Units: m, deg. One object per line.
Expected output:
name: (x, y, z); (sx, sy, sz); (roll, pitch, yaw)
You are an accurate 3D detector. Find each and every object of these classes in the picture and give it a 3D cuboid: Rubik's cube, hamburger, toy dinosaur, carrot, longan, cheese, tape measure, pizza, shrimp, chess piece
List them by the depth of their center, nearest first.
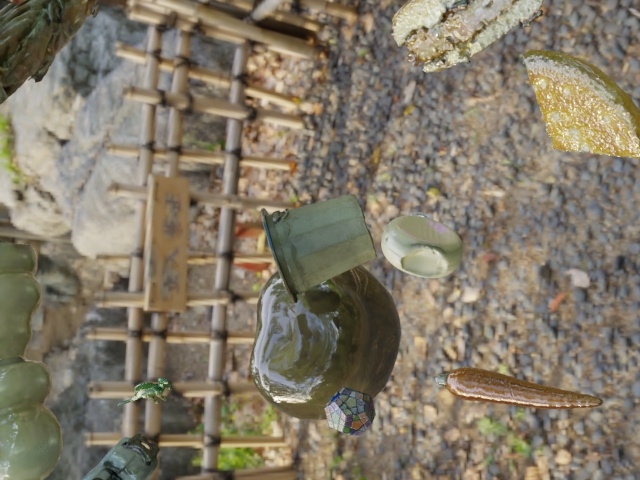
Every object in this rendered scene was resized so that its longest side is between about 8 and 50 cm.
shrimp: (-0.323, -0.280, 0.997); (0.360, 0.085, 0.247); (-61, 5, -22)
tape measure: (-0.316, 0.400, 1.149); (0.084, 0.164, 0.330); (38, 123, 13)
chess piece: (-0.450, 0.184, 1.225); (0.182, 0.182, 0.330); (-36, 68, 49)
cheese: (0.173, -0.007, 1.494); (0.227, 0.137, 0.064); (-75, -1, -67)
pizza: (0.467, -0.227, 1.555); (0.292, 0.058, 0.197); (40, 151, 13)
hamburger: (0.261, -0.415, 1.559); (0.282, 0.155, 0.245); (-37, 13, 15)
toy dinosaur: (-0.318, 0.273, 1.579); (0.119, 0.060, 0.029); (-16, 52, 13)
carrot: (0.379, 0.294, 1.702); (0.336, 0.069, 0.069); (5, 88, 29)
Rubik's cube: (0.064, 0.363, 1.857); (0.111, 0.111, 0.093); (3, 72, 58)
longan: (0.008, 0.233, 2.117); (0.336, 0.404, 0.404); (168, 106, -65)

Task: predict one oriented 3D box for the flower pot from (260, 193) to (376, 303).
flower pot: (0.000, 0.000, 1.817); (0.212, 0.202, 0.212); (160, 90, -89)
